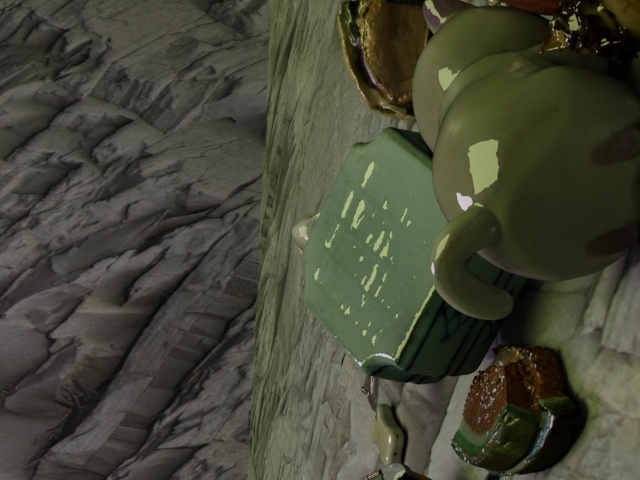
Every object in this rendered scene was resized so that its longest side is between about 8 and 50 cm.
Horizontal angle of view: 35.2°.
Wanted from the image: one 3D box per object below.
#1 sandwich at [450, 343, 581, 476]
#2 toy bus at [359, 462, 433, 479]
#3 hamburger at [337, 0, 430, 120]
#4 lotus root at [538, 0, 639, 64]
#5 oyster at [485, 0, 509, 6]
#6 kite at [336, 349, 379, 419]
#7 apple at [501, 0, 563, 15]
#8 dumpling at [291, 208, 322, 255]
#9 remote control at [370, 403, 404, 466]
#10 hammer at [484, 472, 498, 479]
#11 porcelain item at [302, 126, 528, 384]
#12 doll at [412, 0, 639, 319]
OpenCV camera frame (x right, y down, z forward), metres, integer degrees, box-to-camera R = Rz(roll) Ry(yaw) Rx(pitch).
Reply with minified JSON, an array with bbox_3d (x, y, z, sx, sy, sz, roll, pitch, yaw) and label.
[{"bbox_3d":[0.220,0.199,1.169,0.235,0.079,0.159,160,114,-77],"label":"sandwich"},{"bbox_3d":[0.125,0.427,1.394,0.126,0.136,0.210,-37,43,34],"label":"toy bus"},{"bbox_3d":[0.106,-0.307,1.715,0.135,0.155,0.208,-134,42,-80],"label":"hamburger"},{"bbox_3d":[0.295,-0.281,0.832,0.314,0.141,0.169,-68,29,26],"label":"lotus root"},{"bbox_3d":[0.235,-0.391,1.293,0.163,0.081,0.191,162,115,-82],"label":"oyster"},{"bbox_3d":[0.065,0.103,1.626,0.406,0.014,0.368,-98,17,-45],"label":"kite"},{"bbox_3d":[0.242,-0.318,1.005,0.188,0.173,0.188,-176,90,-74],"label":"apple"},{"bbox_3d":[0.000,0.000,2.211,0.188,0.108,0.127,-29,83,59],"label":"dumpling"},{"bbox_3d":[0.115,0.333,1.721,0.122,0.032,0.074,-116,31,-67],"label":"remote control"},{"bbox_3d":[0.236,0.321,1.213,0.182,0.017,0.062,174,99,-76],"label":"hammer"},{"bbox_3d":[0.122,0.021,1.296,0.286,0.157,0.281,45,117,48],"label":"porcelain item"},{"bbox_3d":[0.209,-0.110,1.036,0.370,0.226,0.215,-87,-23,-52],"label":"doll"}]
